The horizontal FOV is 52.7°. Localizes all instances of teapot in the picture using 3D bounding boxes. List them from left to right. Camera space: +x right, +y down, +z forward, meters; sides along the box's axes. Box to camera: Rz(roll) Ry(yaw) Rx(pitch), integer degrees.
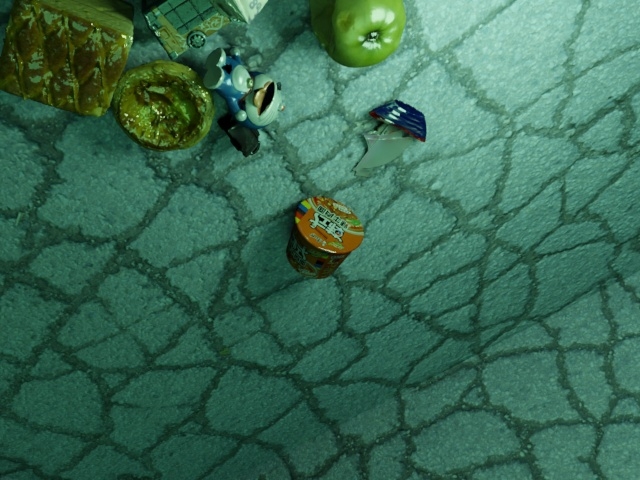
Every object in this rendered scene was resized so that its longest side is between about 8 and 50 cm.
[{"bbox_3d":[-0.234,-0.335,1.965,0.096,0.087,0.177,-41,134,-8],"label":"teapot"}]

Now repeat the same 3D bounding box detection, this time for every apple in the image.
[{"bbox_3d":[0.101,-0.588,1.701,0.279,0.279,0.279,-7,134,-8],"label":"apple"}]

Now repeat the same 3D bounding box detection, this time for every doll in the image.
[{"bbox_3d":[-0.213,-0.426,1.810,0.161,0.215,0.257,-5,159,34],"label":"doll"}]

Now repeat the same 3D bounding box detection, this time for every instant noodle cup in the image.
[{"bbox_3d":[0.000,0.000,2.243,0.250,0.250,0.192,7,140,-21],"label":"instant noodle cup"}]

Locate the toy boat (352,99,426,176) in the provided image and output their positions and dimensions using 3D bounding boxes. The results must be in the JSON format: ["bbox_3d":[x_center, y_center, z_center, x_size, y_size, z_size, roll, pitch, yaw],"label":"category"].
[{"bbox_3d":[0.234,-0.317,2.112,0.219,0.072,0.318,0,136,-11],"label":"toy boat"}]

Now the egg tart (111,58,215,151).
[{"bbox_3d":[-0.441,-0.387,1.822,0.290,0.115,0.290,-3,131,-3],"label":"egg tart"}]

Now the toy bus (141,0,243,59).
[{"bbox_3d":[-0.312,-0.603,1.647,0.275,0.138,0.167,-29,131,11],"label":"toy bus"}]

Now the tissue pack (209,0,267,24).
[{"bbox_3d":[-0.154,-0.700,1.467,0.344,0.125,0.242,-57,149,-10],"label":"tissue pack"}]

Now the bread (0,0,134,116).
[{"bbox_3d":[-0.639,-0.487,1.621,0.279,0.207,0.279,17,125,-29],"label":"bread"}]
